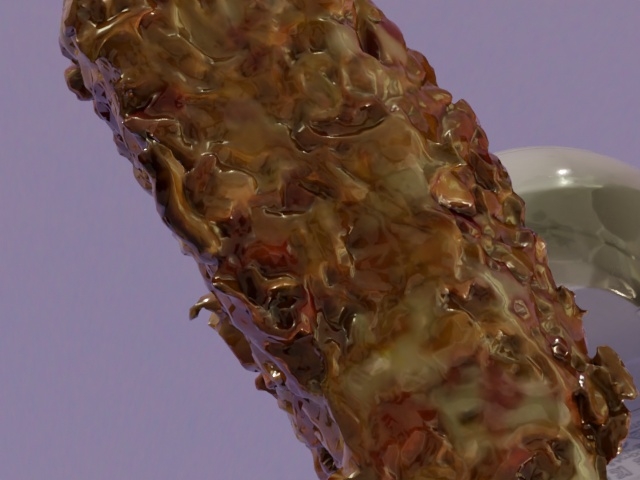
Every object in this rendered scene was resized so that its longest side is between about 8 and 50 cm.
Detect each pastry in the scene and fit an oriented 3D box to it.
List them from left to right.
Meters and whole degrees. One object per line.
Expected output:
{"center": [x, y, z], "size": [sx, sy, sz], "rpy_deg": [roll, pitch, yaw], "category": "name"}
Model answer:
{"center": [0.002, -0.001, 0.433], "size": [0.087, 0.063, 0.169], "rpy_deg": [-26, -97, -26], "category": "pastry"}

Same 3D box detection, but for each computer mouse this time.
{"center": [0.131, 0.046, 0.971], "size": [0.297, 0.184, 0.121], "rpy_deg": [31, -141, -39], "category": "computer mouse"}
